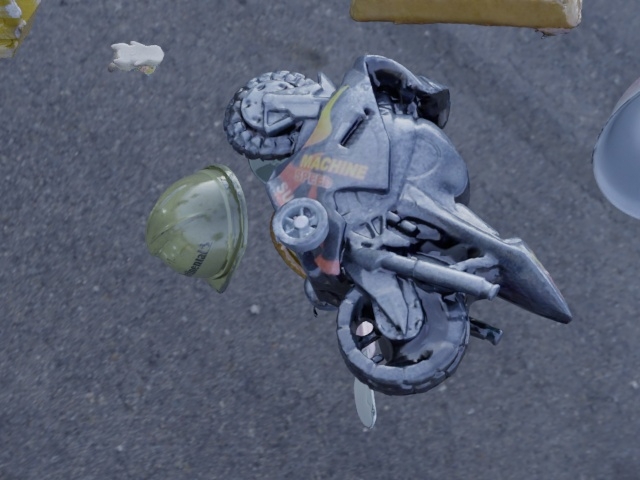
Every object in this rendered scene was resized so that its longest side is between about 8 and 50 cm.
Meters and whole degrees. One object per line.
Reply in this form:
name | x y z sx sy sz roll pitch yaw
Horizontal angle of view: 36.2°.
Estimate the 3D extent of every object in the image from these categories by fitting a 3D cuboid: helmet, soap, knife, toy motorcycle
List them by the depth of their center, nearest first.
toy motorcycle | 0.046 -0.034 0.720 0.173 0.108 0.307 -27 59 -4
soap | -0.528 -0.335 1.431 0.232 0.140 0.073 0 52 15
knife | 0.068 0.216 1.659 0.043 0.081 0.336 18 29 -8
helmet | -0.235 -0.012 1.703 0.137 0.257 0.204 -11 53 -30

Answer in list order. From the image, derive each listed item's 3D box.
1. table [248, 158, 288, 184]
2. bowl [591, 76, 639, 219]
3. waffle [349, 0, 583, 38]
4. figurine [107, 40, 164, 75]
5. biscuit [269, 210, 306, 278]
table | -0.050 -0.171 1.958 0.126 0.126 0.220 60 16 4
bowl | 0.612 -0.193 1.600 0.346 0.345 0.157 26 42 -20
waffle | 0.232 -0.452 1.502 0.349 0.077 0.304 6 61 14
figurine | -0.286 -0.278 1.516 0.083 0.050 0.047 0 70 -17
biscuit | 0.000 0.000 1.917 0.221 0.066 0.220 28 36 -22
